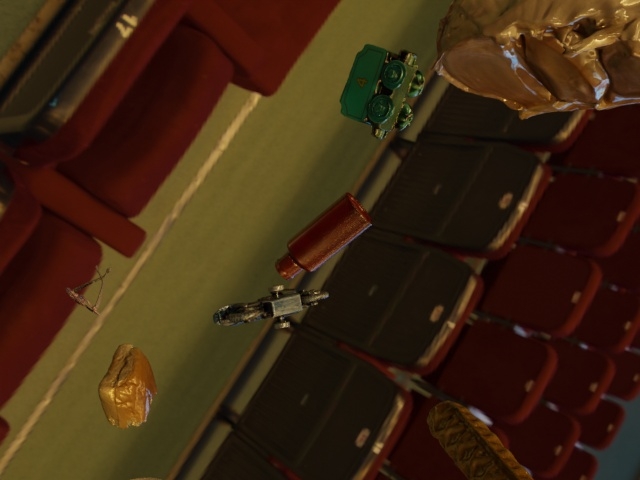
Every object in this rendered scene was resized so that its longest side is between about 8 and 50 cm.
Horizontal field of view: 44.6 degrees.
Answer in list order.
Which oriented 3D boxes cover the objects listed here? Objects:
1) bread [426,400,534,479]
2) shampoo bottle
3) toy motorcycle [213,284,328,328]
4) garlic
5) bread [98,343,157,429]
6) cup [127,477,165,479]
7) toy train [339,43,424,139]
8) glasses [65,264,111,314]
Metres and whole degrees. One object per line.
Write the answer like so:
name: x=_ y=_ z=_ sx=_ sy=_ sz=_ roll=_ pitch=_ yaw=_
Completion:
bread: x=0.278 y=0.372 z=1.237 sx=0.084 sy=0.367 sz=0.077 roll=16 pitch=105 yaw=-27
shampoo bottle: x=0.000 y=0.000 z=1.917 sx=0.260 sy=0.102 sz=0.064 roll=-40 pitch=-177 yaw=18
toy motorcycle: x=-0.109 y=0.145 z=1.721 sx=0.255 sy=0.136 sz=0.092 roll=-11 pitch=91 yaw=-36
garlic: x=0.214 y=-0.188 z=0.655 sx=0.178 sy=0.230 sz=0.142 roll=21 pitch=84 yaw=-63
bread: x=-0.331 y=0.255 z=1.361 sx=0.125 sy=0.082 sz=0.106 roll=-78 pitch=172 yaw=-55
cup: x=-0.286 y=0.550 z=1.334 sx=0.167 sy=0.221 sz=0.201 roll=-26 pitch=130 yaw=-40
toy train: x=0.131 y=-0.326 z=1.698 sx=0.107 sy=0.154 sz=0.197 roll=2 pitch=112 yaw=-56
glasses: x=-0.543 y=0.113 z=1.885 sx=0.104 sy=0.140 sz=0.062 roll=-46 pitch=127 yaw=-26
